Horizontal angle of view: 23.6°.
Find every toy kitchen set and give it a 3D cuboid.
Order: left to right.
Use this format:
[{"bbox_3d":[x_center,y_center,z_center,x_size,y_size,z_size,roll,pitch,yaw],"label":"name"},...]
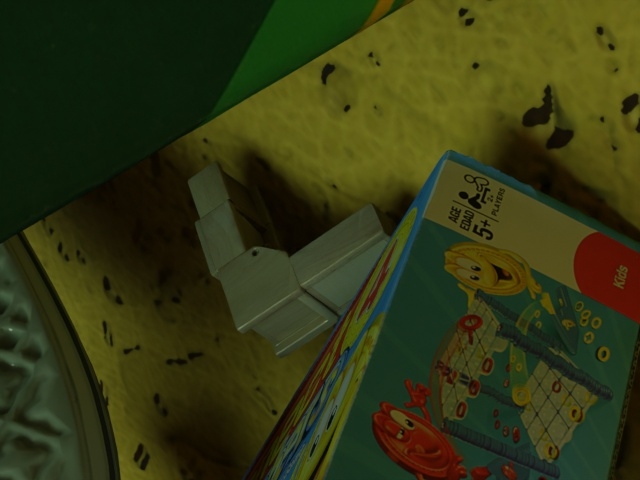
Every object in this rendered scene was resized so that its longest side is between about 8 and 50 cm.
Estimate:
[{"bbox_3d":[0.000,0.000,0.647,0.068,0.075,0.083,37,-156,-49],"label":"toy kitchen set"}]

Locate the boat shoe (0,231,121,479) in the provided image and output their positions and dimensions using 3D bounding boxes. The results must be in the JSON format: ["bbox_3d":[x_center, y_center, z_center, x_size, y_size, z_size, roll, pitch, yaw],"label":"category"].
[{"bbox_3d":[-0.187,0.077,0.675,0.156,0.187,0.500,79,171,-51],"label":"boat shoe"}]

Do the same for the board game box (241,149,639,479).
[{"bbox_3d":[-0.014,0.174,0.534,0.086,0.302,0.308,27,134,-3],"label":"board game box"}]

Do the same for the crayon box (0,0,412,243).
[{"bbox_3d":[-0.130,-0.072,0.478,0.363,0.313,0.106,-5,113,50],"label":"crayon box"}]
